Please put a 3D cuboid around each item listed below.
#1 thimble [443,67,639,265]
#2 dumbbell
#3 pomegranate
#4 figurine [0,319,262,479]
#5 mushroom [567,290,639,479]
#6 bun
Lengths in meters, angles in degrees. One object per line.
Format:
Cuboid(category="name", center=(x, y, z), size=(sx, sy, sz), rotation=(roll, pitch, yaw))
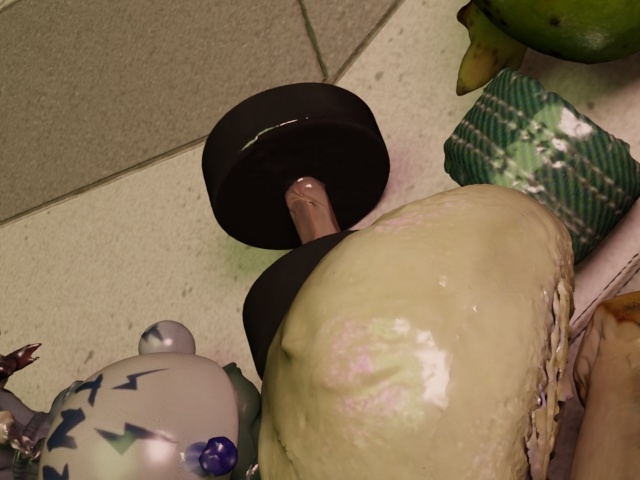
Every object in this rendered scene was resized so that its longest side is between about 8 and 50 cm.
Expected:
Cuboid(category="thimble", center=(0.152, -0.051, 0.741), size=(0.090, 0.118, 0.135), rotation=(-50, 45, 8))
Cuboid(category="dumbbell", center=(0.000, 0.000, 0.828), size=(0.152, 0.152, 0.218), rotation=(-37, 48, 21))
Cuboid(category="pomegranate", center=(0.171, -0.210, 0.765), size=(0.263, 0.211, 0.211), rotation=(-48, 41, 40))
Cuboid(category="figurine", center=(-0.186, 0.188, 0.873), size=(0.382, 0.186, 0.261), rotation=(-3, 76, 35))
Cuboid(category="mushroom", center=(0.179, 0.212, 0.516), size=(0.154, 0.137, 0.407), rotation=(-13, 49, 37))
Cuboid(category="bun", center=(0.061, 0.088, 0.616), size=(0.168, 0.273, 0.273), rotation=(12, 75, 20))
